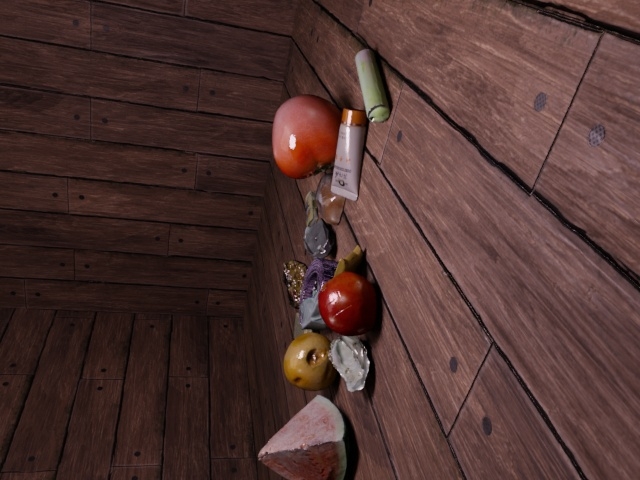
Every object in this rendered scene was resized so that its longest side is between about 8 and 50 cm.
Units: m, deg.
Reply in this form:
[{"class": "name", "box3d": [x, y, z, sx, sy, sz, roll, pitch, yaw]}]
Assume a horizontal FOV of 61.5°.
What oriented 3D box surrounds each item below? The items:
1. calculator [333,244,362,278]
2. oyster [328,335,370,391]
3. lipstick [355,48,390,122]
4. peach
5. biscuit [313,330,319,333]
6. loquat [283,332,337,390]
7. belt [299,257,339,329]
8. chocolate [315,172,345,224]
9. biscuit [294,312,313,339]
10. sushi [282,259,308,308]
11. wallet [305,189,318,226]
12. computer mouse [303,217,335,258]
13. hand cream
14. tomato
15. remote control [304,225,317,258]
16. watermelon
[{"class": "calculator", "box3d": [0.081, 0.136, 1.788, 0.157, 0.033, 0.236, -37, -30, -48]}, {"class": "oyster", "box3d": [0.092, 0.378, 1.719, 0.252, 0.087, 0.199, 156, 128, -64]}, {"class": "lipstick", "box3d": [0.166, -0.503, 1.747, 0.076, 0.076, 0.304, 113, 156, -48]}, {"class": "peach", "box3d": [0.088, 0.203, 1.639, 0.197, 0.197, 0.197, -175, 90, -75]}, {"class": "biscuit", "box3d": [-0.043, 0.369, 2.308, 0.183, 0.039, 0.174, 150, 121, -72]}, {"class": "loquat", "box3d": [-0.037, 0.443, 1.969, 0.213, 0.213, 0.213, -175, 90, -75]}, {"class": "belt", "box3d": [0.002, 0.204, 2.050, 0.325, 0.122, 0.260, 131, 148, -61]}, {"class": "chocolate", "box3d": [0.023, -0.170, 2.150, 0.254, 0.080, 0.156, -111, 29, -57]}, {"class": "biscuit", "box3d": [-0.074, 0.378, 2.272, 0.199, 0.041, 0.121, -174, 89, -75]}, {"class": "sushi", "box3d": [-0.081, 0.189, 2.329, 0.115, 0.147, 0.212, 123, 138, -69]}, {"class": "wallet", "box3d": [-0.043, -0.142, 2.458, 0.110, 0.039, 0.155, 118, 151, -58]}, {"class": "computer mouse", "box3d": [0.003, 0.000, 2.154, 0.126, 0.071, 0.231, -50, 30, 15]}, {"class": "hand cream", "box3d": [0.100, -0.306, 1.903, 0.140, 0.089, 0.314, 23, 116, 45]}, {"class": "tomato", "box3d": [-0.047, -0.398, 2.040, 0.321, 0.322, 0.321, -175, 90, -75]}, {"class": "remote control", "box3d": [-0.025, 0.006, 2.325, 0.247, 0.052, 0.104, -131, 47, -69]}, {"class": "watermelon", "box3d": [-0.032, 0.690, 1.821, 0.250, 0.293, 0.283, -33, -48, -72]}]
